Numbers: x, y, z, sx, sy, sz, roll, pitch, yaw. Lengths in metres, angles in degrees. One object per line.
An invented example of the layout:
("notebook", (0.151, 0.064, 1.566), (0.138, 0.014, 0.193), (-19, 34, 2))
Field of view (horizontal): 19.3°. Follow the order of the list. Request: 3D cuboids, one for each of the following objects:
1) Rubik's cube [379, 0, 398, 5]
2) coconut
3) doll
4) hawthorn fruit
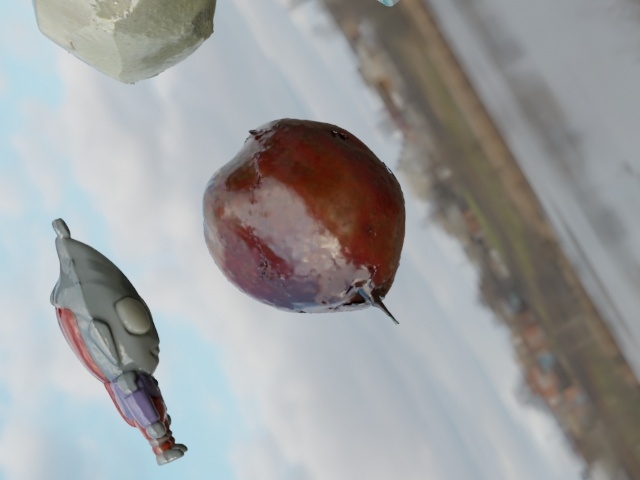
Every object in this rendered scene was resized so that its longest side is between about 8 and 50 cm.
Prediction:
("Rubik's cube", (0.030, -0.310, 1.497), (0.265, 0.224, 0.213), (70, -161, -52))
("coconut", (-0.166, -0.219, 1.654), (0.162, 0.161, 0.161), (33, 174, 25))
("doll", (-0.175, 0.084, 1.596), (0.102, 0.075, 0.227), (73, 172, -88))
("hawthorn fruit", (0.000, 0.000, 1.733), (0.235, 0.181, 0.181), (48, -178, 22))
